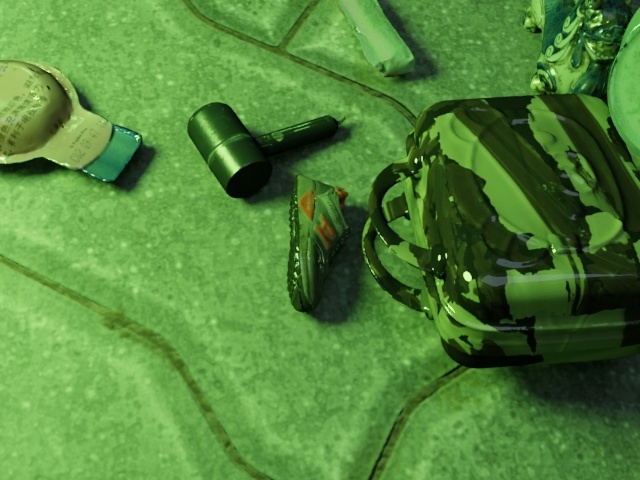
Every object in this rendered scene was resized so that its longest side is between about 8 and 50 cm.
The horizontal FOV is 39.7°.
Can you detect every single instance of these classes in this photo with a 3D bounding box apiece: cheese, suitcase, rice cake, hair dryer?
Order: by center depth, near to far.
[{"bbox_3d":[0.220,-0.014,1.075,0.339,0.194,0.351,-4,49,-5],"label":"suitcase"},{"bbox_3d":[-0.381,-0.161,1.180,0.286,0.074,0.189,22,58,4],"label":"cheese"},{"bbox_3d":[-0.061,-0.145,1.211,0.219,0.071,0.124,-19,61,-25],"label":"hair dryer"},{"bbox_3d":[0.048,-0.354,1.359,0.081,0.051,0.290,-15,58,-25],"label":"rice cake"}]

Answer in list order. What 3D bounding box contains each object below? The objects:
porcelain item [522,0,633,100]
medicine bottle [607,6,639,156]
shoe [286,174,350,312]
[{"bbox_3d":[0.383,-0.332,1.300,0.138,0.186,0.288,8,56,2],"label":"porcelain item"},{"bbox_3d":[0.486,-0.218,1.086,0.245,0.245,0.290,36,37,17],"label":"medicine bottle"},{"bbox_3d":[0.000,0.001,1.117,0.077,0.074,0.194,5,55,-8],"label":"shoe"}]
